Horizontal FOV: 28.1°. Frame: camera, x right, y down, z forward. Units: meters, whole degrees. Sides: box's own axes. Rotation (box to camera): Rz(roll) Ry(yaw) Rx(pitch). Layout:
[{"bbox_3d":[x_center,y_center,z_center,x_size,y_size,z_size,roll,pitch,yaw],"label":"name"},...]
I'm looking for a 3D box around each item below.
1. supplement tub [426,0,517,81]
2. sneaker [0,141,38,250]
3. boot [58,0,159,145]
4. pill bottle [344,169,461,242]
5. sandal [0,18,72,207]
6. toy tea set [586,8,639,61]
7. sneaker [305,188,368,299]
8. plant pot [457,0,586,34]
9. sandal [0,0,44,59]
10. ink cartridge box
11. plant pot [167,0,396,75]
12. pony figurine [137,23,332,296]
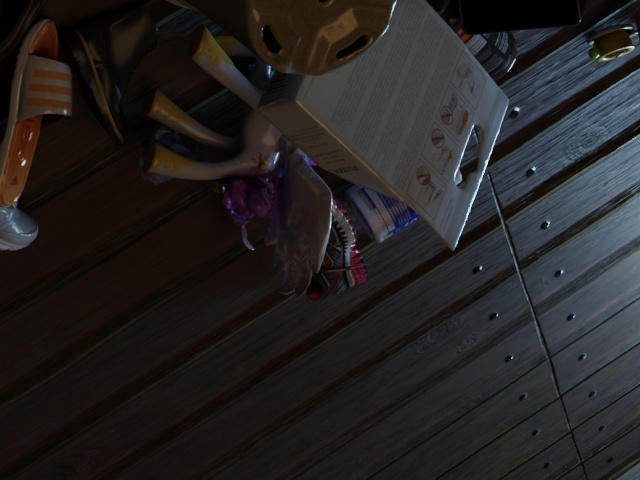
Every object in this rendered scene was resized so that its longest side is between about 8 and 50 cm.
[{"bbox_3d":[0.230,-0.340,2.068,0.106,0.106,0.198,-47,137,10],"label":"supplement tub"},{"bbox_3d":[-0.473,-0.079,1.816,0.111,0.103,0.252,-38,139,2],"label":"sneaker"},{"bbox_3d":[-0.276,-0.241,1.835,0.137,0.077,0.198,-31,139,-15],"label":"boot"},{"bbox_3d":[0.147,-0.088,2.227,0.186,0.112,0.112,-32,138,-6],"label":"pill bottle"},{"bbox_3d":[-0.379,-0.168,1.752,0.102,0.076,0.265,-23,128,-77],"label":"sandal"},{"bbox_3d":[0.650,-0.349,2.280,0.336,0.124,0.200,-12,172,-29],"label":"toy tea set"},{"bbox_3d":[0.000,0.000,2.200,0.112,0.121,0.299,-28,138,-8],"label":"sneaker"},{"bbox_3d":[0.320,-0.433,1.954,0.167,0.188,0.187,-41,125,-54],"label":"plant pot"},{"bbox_3d":[-0.431,-0.278,1.699,0.060,0.090,0.219,38,111,-19],"label":"sandal"},{"bbox_3d":[0.109,-0.209,1.925,0.385,0.091,0.308,42,58,-33],"label":"ink cartridge box"},{"bbox_3d":[-0.057,-0.385,1.679,0.334,0.305,0.334,-19,135,-20],"label":"plant pot"},{"bbox_3d":[-0.090,-0.133,1.933,0.363,0.303,0.351,16,104,-32],"label":"pony figurine"}]
